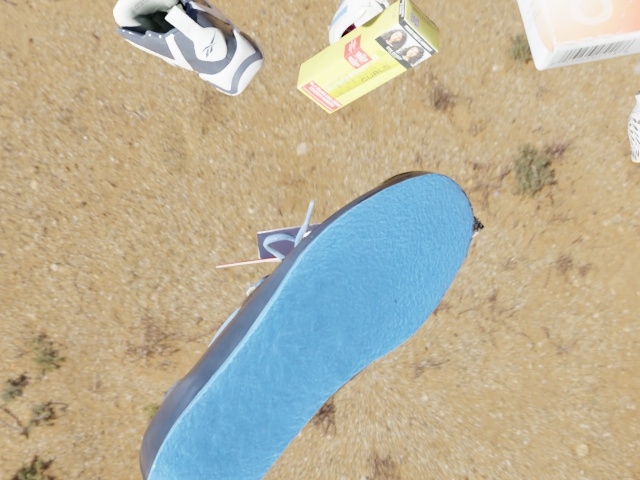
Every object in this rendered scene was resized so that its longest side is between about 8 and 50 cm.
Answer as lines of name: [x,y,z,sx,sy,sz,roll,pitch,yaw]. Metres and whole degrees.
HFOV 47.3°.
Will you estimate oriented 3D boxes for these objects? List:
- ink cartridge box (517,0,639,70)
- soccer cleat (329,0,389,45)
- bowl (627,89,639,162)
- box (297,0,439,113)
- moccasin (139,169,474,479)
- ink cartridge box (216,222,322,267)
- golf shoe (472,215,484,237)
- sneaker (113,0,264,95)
ink cartridge box: [0.205,-0.219,0.515,0.146,0.045,0.179,-11,81,-5]
soccer cleat: [0.110,-0.502,1.470,0.116,0.331,0.143,5,42,-19]
bowl: [0.484,-0.186,0.997,0.170,0.170,0.080,-35,94,-3]
box: [0.073,-0.292,1.173,0.232,0.087,0.058,-21,47,39]
moccasin: [-0.025,0.062,0.595,0.342,0.117,0.137,-41,109,-12]
ink cartridge box: [0.000,0.000,1.335,0.297,0.261,0.066,-8,86,35]
golf shoe: [0.276,-0.010,1.594,0.105,0.273,0.120,37,113,10]
sneaker: [-0.180,-0.261,0.843,0.094,0.153,0.235,-49,47,8]
